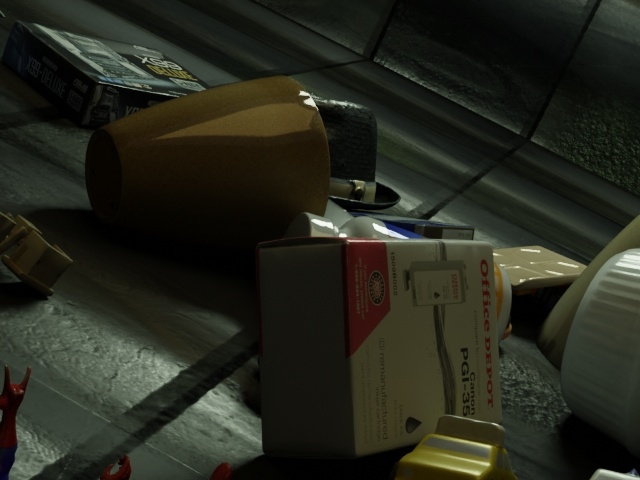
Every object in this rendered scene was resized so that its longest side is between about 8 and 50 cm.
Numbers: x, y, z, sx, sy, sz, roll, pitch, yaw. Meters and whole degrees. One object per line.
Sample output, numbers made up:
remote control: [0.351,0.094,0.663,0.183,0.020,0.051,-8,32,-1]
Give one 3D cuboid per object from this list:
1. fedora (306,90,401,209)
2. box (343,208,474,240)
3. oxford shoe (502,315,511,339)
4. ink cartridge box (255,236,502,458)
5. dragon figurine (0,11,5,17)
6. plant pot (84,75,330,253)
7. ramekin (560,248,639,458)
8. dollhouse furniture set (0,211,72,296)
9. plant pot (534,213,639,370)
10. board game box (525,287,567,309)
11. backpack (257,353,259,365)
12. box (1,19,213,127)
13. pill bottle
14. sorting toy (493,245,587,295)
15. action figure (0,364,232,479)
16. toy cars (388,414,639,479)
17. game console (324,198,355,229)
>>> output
fedora: [-0.022,-0.150,1.914,0.334,0.152,0.334,12,8,-2]
box: [0.090,-0.020,1.803,0.225,0.036,0.136,11,6,38]
oxford shoe: [0.162,0.073,1.702,0.271,0.098,0.097,14,20,-31]
ink cartridge box: [0.067,0.100,1.273,0.117,0.207,0.283,-4,-3,37]
dragon figurine: [-0.554,-0.335,1.933,0.085,0.144,0.289,20,-1,-10]
plant pot: [-0.157,-0.086,1.582,0.254,0.237,0.237,-6,32,-32]
ramekin: [0.412,0.136,1.615,0.127,0.272,0.273,20,12,30]
dollhouse furniture set: [-0.376,-0.013,1.288,0.182,0.101,0.161,37,-4,36]
plant pot: [0.491,0.083,1.833,0.256,0.274,0.256,23,17,-8]
board game box: [0.433,0.092,2.105,0.141,0.048,0.170,28,18,17]
backpack: [-0.009,0.111,1.359,0.098,0.101,0.120,25,20,23]
box: [-0.320,-0.253,2.031,0.307,0.076,0.242,4,27,-49]
pill bottle: [0.085,0.059,1.549,0.272,0.152,0.152,19,18,-20]
sorting toy: [0.328,0.049,1.991,0.193,0.038,0.208,-4,13,-31]
action figure: [-0.155,0.174,0.925,0.280,0.139,0.091,5,25,-43]
toy cars: [0.225,0.238,1.228,0.394,0.087,0.176,16,-8,-27]
game console: [0.000,0.000,1.716,0.122,0.107,0.071,36,2,33]
